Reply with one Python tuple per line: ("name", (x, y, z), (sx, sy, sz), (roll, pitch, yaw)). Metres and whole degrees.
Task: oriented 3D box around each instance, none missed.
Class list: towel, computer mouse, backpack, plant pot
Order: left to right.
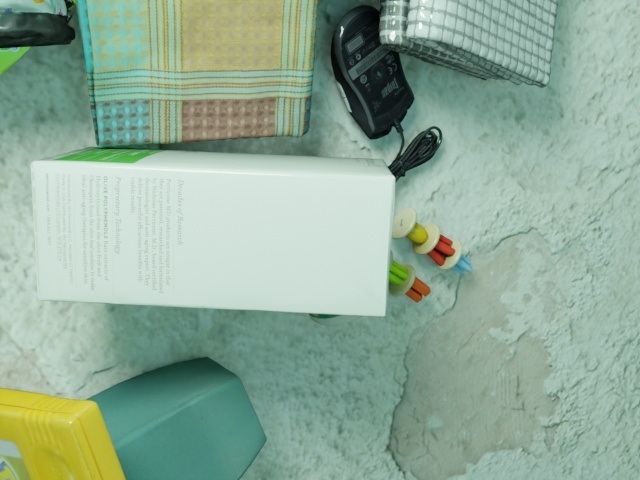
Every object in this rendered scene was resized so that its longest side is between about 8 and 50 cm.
("backpack", (-0.314, -0.276, 0.719), (0.151, 0.115, 0.182), (-9, 106, -22))
("plant pot", (-0.201, 0.261, 0.958), (0.234, 0.165, 0.166), (-30, 113, -24))
("towel", (-0.129, -0.279, 0.824), (0.271, 0.040, 0.370), (-5, 122, -14))
("computer mouse", (0.051, -0.175, 1.034), (0.184, 0.060, 0.262), (-45, 127, -14))
("towel", (0.201, -0.344, 1.006), (0.283, 0.121, 0.235), (5, 92, -43))

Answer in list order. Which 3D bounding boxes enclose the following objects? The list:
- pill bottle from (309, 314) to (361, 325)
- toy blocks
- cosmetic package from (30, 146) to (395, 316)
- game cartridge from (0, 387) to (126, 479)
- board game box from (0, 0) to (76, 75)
("pill bottle", (0.000, 0.000, 1.013), (0.117, 0.117, 0.208), (-31, 113, -16))
("toy blocks", (0.154, 0.038, 1.129), (0.148, 0.054, 0.123), (33, 86, -27))
("cosmetic package", (-0.106, -0.017, 0.846), (0.365, 0.197, 0.155), (1, 101, -1))
("game cartridge", (-0.326, 0.293, 0.832), (0.052, 0.323, 0.285), (-37, 119, -51))
("board game box", (-0.382, -0.377, 0.774), (0.233, 0.078, 0.347), (-48, 116, -8))
